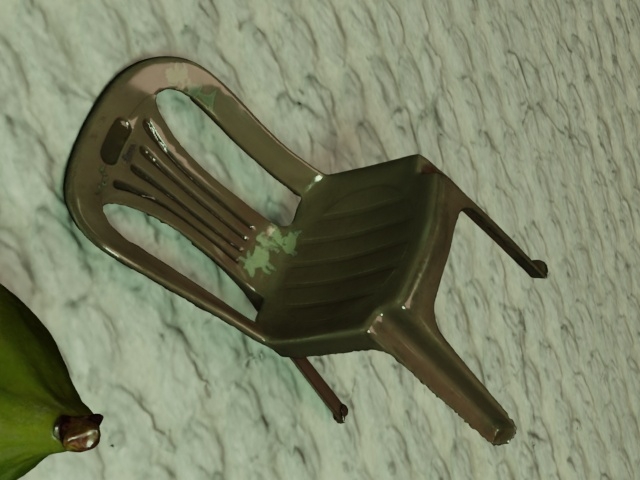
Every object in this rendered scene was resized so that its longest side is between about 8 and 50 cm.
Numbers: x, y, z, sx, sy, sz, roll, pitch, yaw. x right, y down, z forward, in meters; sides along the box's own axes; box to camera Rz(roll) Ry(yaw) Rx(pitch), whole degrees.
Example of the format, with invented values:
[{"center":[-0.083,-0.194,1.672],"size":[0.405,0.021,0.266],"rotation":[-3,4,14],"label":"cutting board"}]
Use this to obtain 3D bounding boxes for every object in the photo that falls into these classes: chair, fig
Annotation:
[{"center":[0.000,0.000,0.772],"size":[0.326,0.183,0.176],"rotation":[44,51,-37],"label":"chair"},{"center":[-0.183,0.065,0.540],"size":[0.133,0.184,0.127],"rotation":[-33,94,-45],"label":"fig"}]
